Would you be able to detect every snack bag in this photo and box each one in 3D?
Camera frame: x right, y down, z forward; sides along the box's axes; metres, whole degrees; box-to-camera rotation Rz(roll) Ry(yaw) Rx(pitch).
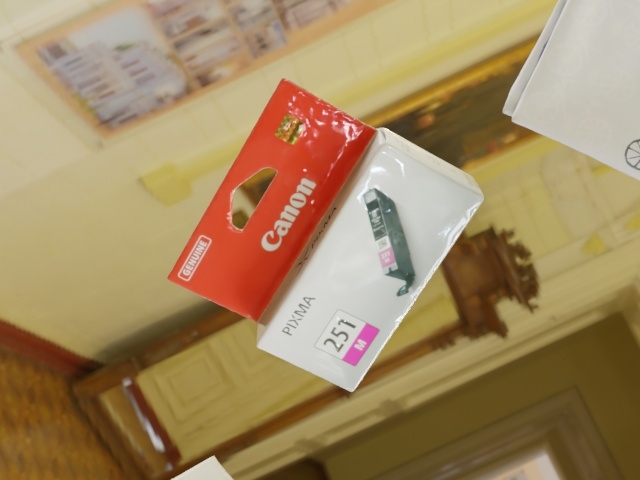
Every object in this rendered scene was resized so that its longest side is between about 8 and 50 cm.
[{"bbox_3d":[0.389,-0.203,0.998,0.323,0.343,0.037,27,6,9],"label":"snack bag"}]

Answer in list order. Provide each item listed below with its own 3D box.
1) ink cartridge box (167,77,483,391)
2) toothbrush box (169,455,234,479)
[{"bbox_3d":[0.000,0.000,1.140,0.238,0.275,0.060,26,21,-15],"label":"ink cartridge box"},{"bbox_3d":[-0.046,0.267,0.432,0.295,0.216,0.126,44,-51,23],"label":"toothbrush box"}]
